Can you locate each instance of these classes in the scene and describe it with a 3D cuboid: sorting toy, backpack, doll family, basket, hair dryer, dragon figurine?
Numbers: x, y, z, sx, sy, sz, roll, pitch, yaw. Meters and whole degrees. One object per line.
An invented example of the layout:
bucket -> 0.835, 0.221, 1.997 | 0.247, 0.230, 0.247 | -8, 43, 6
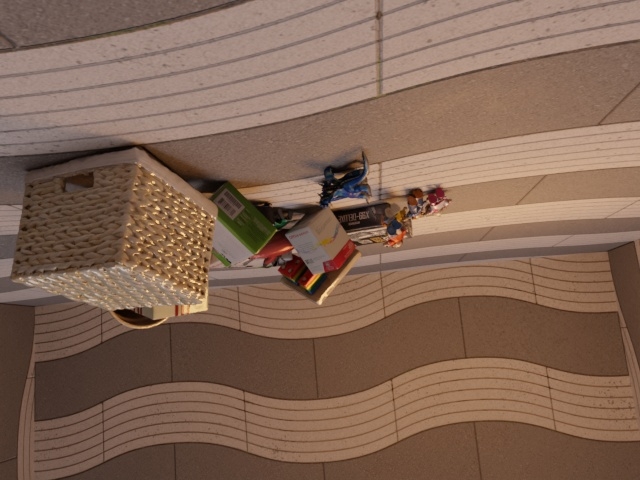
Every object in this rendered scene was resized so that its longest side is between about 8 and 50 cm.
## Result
sorting toy -> -0.019, 0.084, 2.165 | 0.257, 0.255, 0.089 | 24, 159, 51
backpack -> -0.231, -0.031, 1.742 | 0.158, 0.117, 0.173 | -1, 153, -27
doll family -> 0.279, -0.087, 1.789 | 0.262, 0.118, 0.163 | -36, 157, -3
basket -> -0.459, -0.004, 1.307 | 0.328, 0.267, 0.331 | -7, 159, 21
hair dryer -> -0.152, 0.046, 1.958 | 0.223, 0.080, 0.293 | -43, 156, 19
dragon figurine -> 0.056, -0.141, 1.454 | 0.143, 0.085, 0.289 | -5, 171, 0

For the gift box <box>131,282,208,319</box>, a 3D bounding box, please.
gift box -> -0.535, 0.114, 2.014 | 0.255, 0.259, 0.276 | 9, -168, 40

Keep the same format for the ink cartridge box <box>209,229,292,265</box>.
ink cartridge box -> -0.284, 0.033, 2.155 | 0.289, 0.122, 0.211 | 1, 167, -32

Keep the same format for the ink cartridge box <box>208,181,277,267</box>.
ink cartridge box -> -0.260, -0.036, 1.584 | 0.189, 0.097, 0.255 | 45, 153, -12

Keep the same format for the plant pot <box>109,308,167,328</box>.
plant pot -> -0.747, 0.155, 2.195 | 0.333, 0.334, 0.305 | 5, 177, -45

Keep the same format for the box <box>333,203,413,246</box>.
box -> 0.177, -0.050, 2.041 | 0.242, 0.077, 0.307 | -8, 169, 22

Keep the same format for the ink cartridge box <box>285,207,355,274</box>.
ink cartridge box -> 0.000, 0.000, 1.868 | 0.128, 0.176, 0.127 | -16, -156, 47

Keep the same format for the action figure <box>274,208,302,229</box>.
action figure -> -0.189, -0.052, 1.896 | 0.232, 0.064, 0.137 | -19, 165, 42
